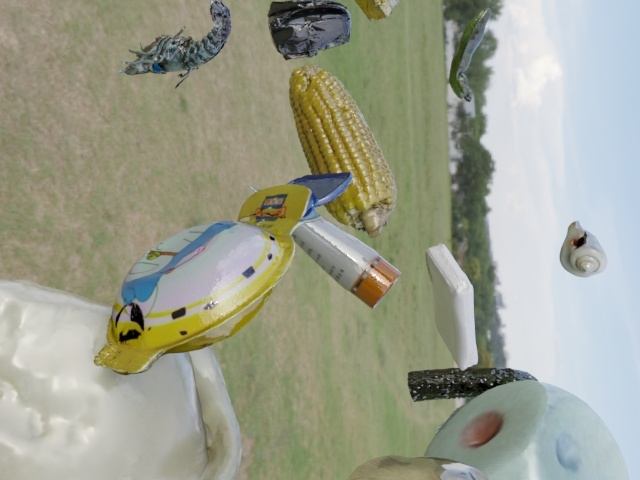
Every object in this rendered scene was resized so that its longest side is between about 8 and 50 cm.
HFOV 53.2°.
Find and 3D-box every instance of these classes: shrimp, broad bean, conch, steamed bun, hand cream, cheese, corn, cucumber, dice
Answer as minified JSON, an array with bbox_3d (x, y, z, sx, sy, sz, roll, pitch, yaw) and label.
[{"bbox_3d":[-0.188,-0.248,0.840,0.082,0.174,0.076,-28,98,-63],"label":"shrimp"},{"bbox_3d":[0.312,-0.396,1.361,0.046,0.061,0.195,-131,-134,-65],"label":"broad bean"},{"bbox_3d":[0.580,0.011,1.403,0.176,0.104,0.094,-58,179,-38],"label":"conch"},{"bbox_3d":[-0.240,0.217,0.555,0.342,0.367,0.255,12,44,-46],"label":"steamed bun"},{"bbox_3d":[0.000,0.000,1.184,0.089,0.314,0.139,-54,173,4],"label":"hand cream"},{"bbox_3d":[-0.068,0.010,0.489,0.250,0.156,0.064,-44,121,-39],"label":"cheese"},{"bbox_3d":[0.025,-0.119,0.818,0.097,0.097,0.262,57,12,-66],"label":"corn"},{"bbox_3d":[0.333,0.313,1.393,0.072,0.300,0.072,-7,90,-72],"label":"cucumber"},{"bbox_3d":[0.367,0.435,1.150,0.262,0.268,0.264,51,47,-6],"label":"dice"}]

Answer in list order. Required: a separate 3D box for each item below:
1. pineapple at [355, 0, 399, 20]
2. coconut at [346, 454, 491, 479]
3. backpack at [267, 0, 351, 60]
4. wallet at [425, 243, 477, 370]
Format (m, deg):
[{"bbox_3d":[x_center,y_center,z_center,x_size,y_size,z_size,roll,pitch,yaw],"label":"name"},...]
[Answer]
[{"bbox_3d":[0.078,-0.514,1.118,0.135,0.079,0.233,-53,124,-21],"label":"pineapple"},{"bbox_3d":[0.104,0.321,0.654,0.224,0.224,0.224,-3,90,-77],"label":"coconut"},{"bbox_3d":[-0.022,-0.420,1.274,0.120,0.165,0.106,-98,-174,-53],"label":"backpack"},{"bbox_3d":[0.173,0.090,0.837,0.190,0.033,0.095,72,-4,-47],"label":"wallet"}]
